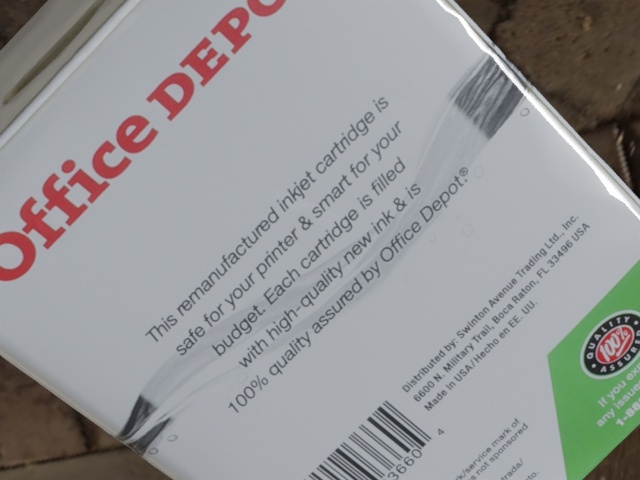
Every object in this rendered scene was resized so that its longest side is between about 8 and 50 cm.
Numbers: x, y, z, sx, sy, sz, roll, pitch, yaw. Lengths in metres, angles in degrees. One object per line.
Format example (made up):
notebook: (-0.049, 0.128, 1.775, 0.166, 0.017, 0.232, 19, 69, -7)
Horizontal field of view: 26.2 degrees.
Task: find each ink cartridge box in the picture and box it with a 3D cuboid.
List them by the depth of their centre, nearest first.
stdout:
ink cartridge box: (0.000, 0.000, 0.576, 0.211, 0.121, 0.289, -45, 117, 6)
